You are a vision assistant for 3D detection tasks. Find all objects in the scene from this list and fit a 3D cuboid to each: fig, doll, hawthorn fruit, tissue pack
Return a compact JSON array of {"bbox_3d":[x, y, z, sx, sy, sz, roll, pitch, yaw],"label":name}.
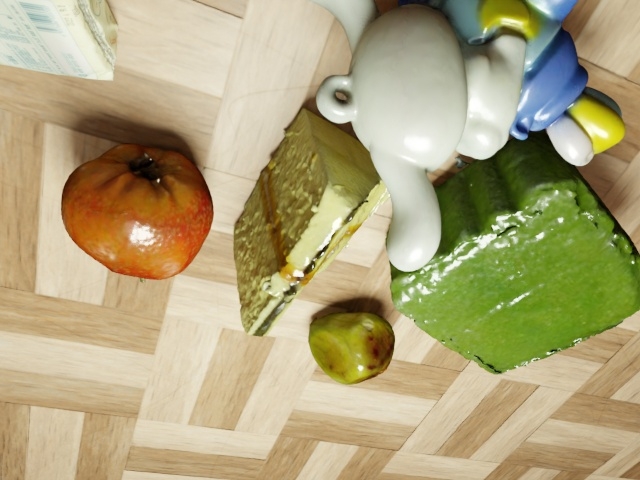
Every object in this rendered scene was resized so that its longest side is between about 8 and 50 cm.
[{"bbox_3d":[0.055,0.197,0.898,0.165,0.154,0.144,8,119,14],"label":"fig"},{"bbox_3d":[0.166,-0.195,0.572,0.365,0.187,0.376,-18,104,-14],"label":"doll"},{"bbox_3d":[-0.250,-0.019,0.677,0.196,0.197,0.225,7,133,-12],"label":"hawthorn fruit"},{"bbox_3d":[-0.306,-0.251,0.495,0.148,0.196,0.092,6,82,-11],"label":"tissue pack"}]

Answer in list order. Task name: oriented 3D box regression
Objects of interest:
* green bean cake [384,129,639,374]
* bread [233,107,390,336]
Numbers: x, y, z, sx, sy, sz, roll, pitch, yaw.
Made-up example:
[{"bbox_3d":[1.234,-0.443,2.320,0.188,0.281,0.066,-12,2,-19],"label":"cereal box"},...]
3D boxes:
[{"bbox_3d":[0.297,0.024,0.771,0.319,0.218,0.335,-36,116,28],"label":"green bean cake"},{"bbox_3d":[0.000,0.000,0.686,0.198,0.236,0.263,23,121,-21],"label":"bread"}]
